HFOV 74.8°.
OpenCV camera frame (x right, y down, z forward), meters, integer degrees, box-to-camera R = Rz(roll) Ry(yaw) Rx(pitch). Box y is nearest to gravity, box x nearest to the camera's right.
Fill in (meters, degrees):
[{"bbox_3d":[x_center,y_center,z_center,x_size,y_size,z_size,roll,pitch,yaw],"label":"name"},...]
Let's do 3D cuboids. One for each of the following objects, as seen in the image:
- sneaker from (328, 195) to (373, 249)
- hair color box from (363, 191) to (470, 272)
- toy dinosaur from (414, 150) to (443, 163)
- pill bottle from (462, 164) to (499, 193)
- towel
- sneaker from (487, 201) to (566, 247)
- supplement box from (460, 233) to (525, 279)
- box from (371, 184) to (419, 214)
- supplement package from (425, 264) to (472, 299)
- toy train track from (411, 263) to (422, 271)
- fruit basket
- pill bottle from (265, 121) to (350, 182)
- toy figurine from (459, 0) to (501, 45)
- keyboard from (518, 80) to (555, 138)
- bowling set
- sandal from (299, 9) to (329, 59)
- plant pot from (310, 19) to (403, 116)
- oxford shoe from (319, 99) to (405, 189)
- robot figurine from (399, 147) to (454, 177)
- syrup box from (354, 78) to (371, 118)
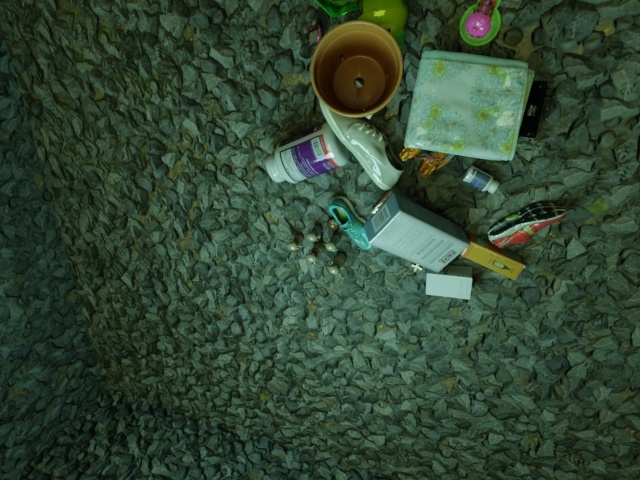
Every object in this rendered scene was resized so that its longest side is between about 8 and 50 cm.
[{"bbox_3d":[0.127,-0.062,1.800,0.107,0.110,0.275,-36,99,30],"label":"sneaker"},{"bbox_3d":[0.375,-0.022,1.623,0.374,0.113,0.185,22,127,-27],"label":"hair color box"},{"bbox_3d":[0.399,-0.292,1.516,0.082,0.090,0.047,33,146,39],"label":"toy dinosaur"},{"bbox_3d":[0.602,-0.226,1.568,0.120,0.067,0.067,30,121,5],"label":"pill bottle"},{"bbox_3d":[0.495,-0.448,1.407,0.375,0.090,0.320,9,100,3],"label":"towel"},{"bbox_3d":[0.782,-0.053,1.585,0.279,0.107,0.118,-24,123,32],"label":"sneaker"},{"bbox_3d":[0.686,0.064,1.673,0.233,0.080,0.078,27,122,9],"label":"supplement box"},{"bbox_3d":[0.317,-0.119,1.713,0.170,0.091,0.130,40,122,-2],"label":"box"},{"bbox_3d":[0.540,0.168,1.761,0.179,0.105,0.105,5,116,18],"label":"supplement package"},{"bbox_3d":[0.426,0.099,1.824,0.048,0.014,0.083,25,115,16],"label":"toy train track"},{"bbox_3d":[0.171,-0.802,1.354,0.392,0.283,0.392,3,98,23],"label":"fruit basket"},{"bbox_3d":[-0.056,-0.343,1.691,0.323,0.181,0.181,-16,108,27],"label":"pill bottle"},{"bbox_3d":[0.511,-0.704,1.316,0.130,0.159,0.173,23,120,9],"label":"toy figurine"},{"bbox_3d":[0.740,-0.446,1.438,0.100,0.038,0.192,23,124,36],"label":"keyboard"},{"bbox_3d":[0.000,0.000,1.851,0.287,0.154,0.199,22,121,9],"label":"bowling set"},{"bbox_3d":[-0.024,-0.759,1.558,0.067,0.040,0.179,34,121,2],"label":"sandal"},{"bbox_3d":[0.124,-0.549,1.407,0.291,0.203,0.290,1,98,7],"label":"plant pot"},{"bbox_3d":[0.168,-0.391,1.596,0.130,0.169,0.449,-33,107,33],"label":"oxford shoe"},{"bbox_3d":[0.439,-0.381,1.543,0.211,0.085,0.291,39,122,-2],"label":"robot figurine"},{"bbox_3d":[0.118,-0.563,1.568,0.237,0.096,0.093,34,119,1],"label":"syrup box"}]
